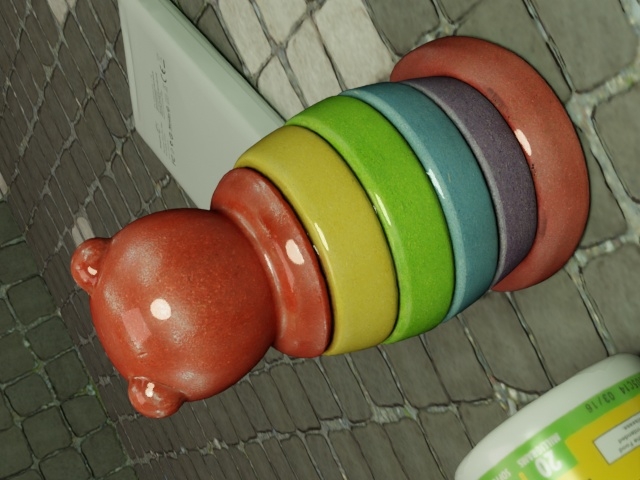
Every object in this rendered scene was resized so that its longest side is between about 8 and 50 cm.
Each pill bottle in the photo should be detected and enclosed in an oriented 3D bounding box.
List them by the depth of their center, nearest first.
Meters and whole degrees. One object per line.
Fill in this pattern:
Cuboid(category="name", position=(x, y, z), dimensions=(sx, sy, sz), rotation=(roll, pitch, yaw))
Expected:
Cuboid(category="pill bottle", position=(0.198, 0.199, 0.676), dimensions=(0.246, 0.136, 0.136), rotation=(56, 156, 20))

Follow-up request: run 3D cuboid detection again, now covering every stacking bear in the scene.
Cuboid(category="stacking bear", position=(0.000, 0.000, 0.704), dimensions=(0.175, 0.289, 0.164), rotation=(66, 158, -2))

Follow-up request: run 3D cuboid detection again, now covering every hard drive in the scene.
Cuboid(category="hard drive", position=(-0.105, -0.098, 1.161), dimensions=(0.307, 0.040, 0.203), rotation=(48, 152, 35))
